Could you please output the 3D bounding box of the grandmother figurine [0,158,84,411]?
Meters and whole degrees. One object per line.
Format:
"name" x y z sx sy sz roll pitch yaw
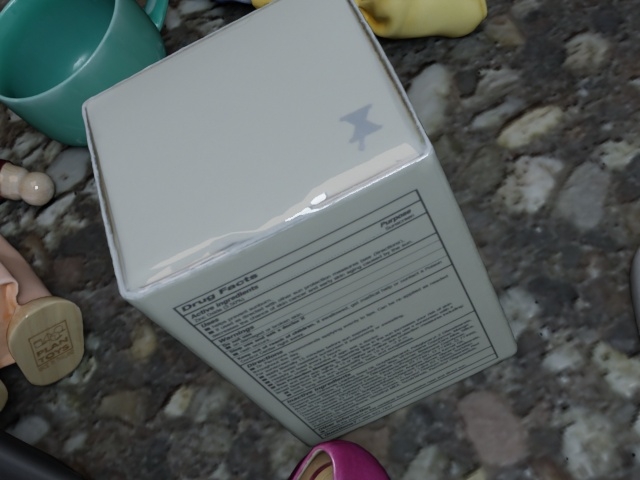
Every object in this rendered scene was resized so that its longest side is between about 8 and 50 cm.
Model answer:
"grandmother figurine" -0.308 -0.009 0.723 0.208 0.104 0.342 -26 48 -33

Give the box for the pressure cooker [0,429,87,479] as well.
"pressure cooker" -0.306 0.209 0.403 0.376 0.420 0.369 25 72 32

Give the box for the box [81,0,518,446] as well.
"box" 0.000 0.000 0.512 0.149 0.232 0.126 -26 56 6

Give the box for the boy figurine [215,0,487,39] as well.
"boy figurine" -0.006 -0.208 0.726 0.285 0.092 0.177 27 72 36

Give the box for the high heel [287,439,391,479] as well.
"high heel" -0.027 0.219 0.465 0.082 0.117 0.244 22 72 31

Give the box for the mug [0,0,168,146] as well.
"mug" -0.178 -0.146 0.750 0.158 0.097 0.129 -24 57 13

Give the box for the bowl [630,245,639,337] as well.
"bowl" 0.245 0.037 0.500 0.142 0.053 0.142 -13 56 14
